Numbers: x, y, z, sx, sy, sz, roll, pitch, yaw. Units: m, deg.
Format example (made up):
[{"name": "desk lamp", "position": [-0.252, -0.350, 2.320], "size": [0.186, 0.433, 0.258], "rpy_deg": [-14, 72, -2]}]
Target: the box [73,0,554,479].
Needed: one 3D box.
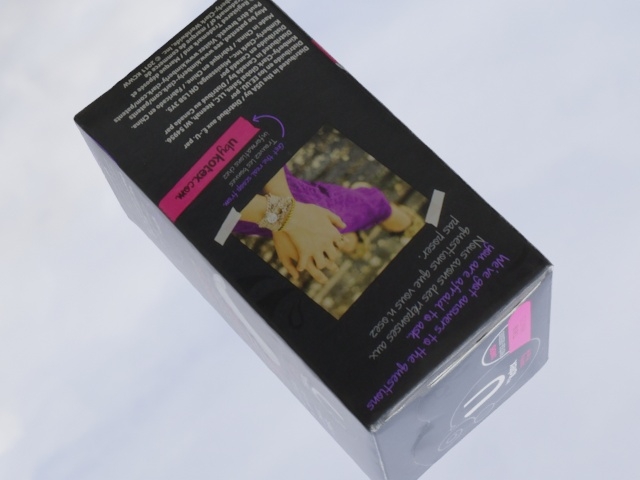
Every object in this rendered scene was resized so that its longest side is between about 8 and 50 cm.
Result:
[{"name": "box", "position": [0.000, 0.000, 0.950], "size": [0.143, 0.165, 0.270], "rpy_deg": [-40, -111, -10]}]
